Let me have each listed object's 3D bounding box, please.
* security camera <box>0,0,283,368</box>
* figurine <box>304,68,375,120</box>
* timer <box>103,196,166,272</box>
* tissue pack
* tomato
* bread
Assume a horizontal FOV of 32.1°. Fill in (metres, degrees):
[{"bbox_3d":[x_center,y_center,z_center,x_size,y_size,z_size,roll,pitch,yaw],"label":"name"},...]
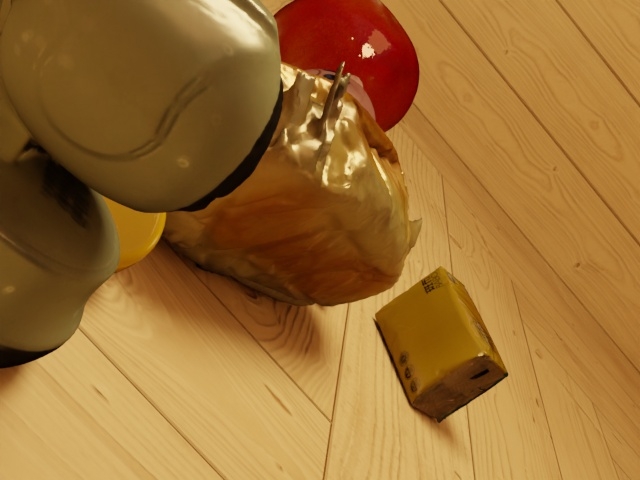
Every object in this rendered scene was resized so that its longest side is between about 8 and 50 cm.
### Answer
[{"bbox_3d":[-0.153,-0.069,0.686,0.191,0.277,0.197,40,18,-34],"label":"security camera"},{"bbox_3d":[-0.005,-0.157,1.550,0.173,0.173,0.173,47,15,-17],"label":"figurine"},{"bbox_3d":[-0.170,-0.026,0.864,0.107,0.109,0.107,9,72,-29],"label":"timer"},{"bbox_3d":[0.152,0.130,1.425,0.082,0.120,0.169,41,19,-39],"label":"tissue pack"},{"bbox_3d":[0.047,-0.317,1.973,0.298,0.226,0.298,50,16,-19],"label":"tomato"},{"bbox_3d":[-0.044,-0.060,1.124,0.388,0.236,0.183,51,28,-61],"label":"bread"}]
